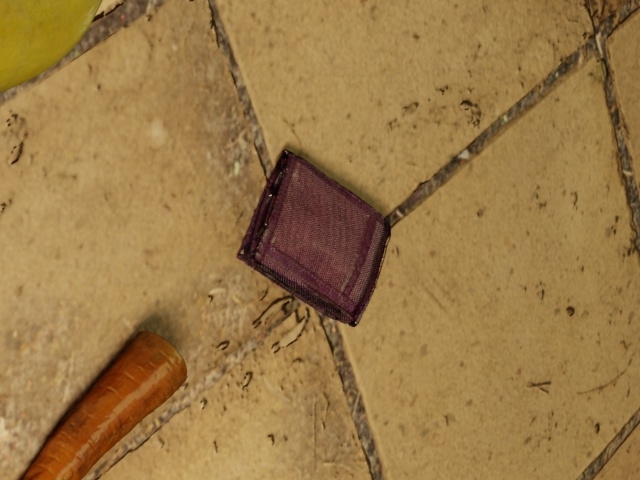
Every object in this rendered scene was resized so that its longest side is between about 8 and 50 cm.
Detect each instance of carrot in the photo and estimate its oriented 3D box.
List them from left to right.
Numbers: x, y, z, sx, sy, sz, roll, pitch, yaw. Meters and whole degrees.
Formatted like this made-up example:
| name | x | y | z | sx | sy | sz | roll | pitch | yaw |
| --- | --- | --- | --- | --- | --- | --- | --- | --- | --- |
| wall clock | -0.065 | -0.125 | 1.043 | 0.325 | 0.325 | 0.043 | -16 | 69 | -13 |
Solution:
| name | x | y | z | sx | sy | sz | roll | pitch | yaw |
| --- | --- | --- | --- | --- | --- | --- | --- | --- | --- |
| carrot | -0.195 | 0.169 | 1.295 | 0.224 | 0.057 | 0.057 | -49 | 130 | -25 |

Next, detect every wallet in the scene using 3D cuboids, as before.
| name | x | y | z | sx | sy | sz | roll | pitch | yaw |
| --- | --- | --- | --- | --- | --- | --- | --- | --- | --- |
| wallet | 0.001 | 0.000 | 1.481 | 0.166 | 0.030 | 0.111 | 34 | 74 | -45 |

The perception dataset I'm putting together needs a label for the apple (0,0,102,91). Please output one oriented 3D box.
| name | x | y | z | sx | sy | sz | roll | pitch | yaw |
| --- | --- | --- | --- | --- | --- | --- | --- | --- | --- |
| apple | -0.244 | -0.218 | 1.048 | 0.261 | 0.194 | 0.260 | -12 | 107 | -44 |
